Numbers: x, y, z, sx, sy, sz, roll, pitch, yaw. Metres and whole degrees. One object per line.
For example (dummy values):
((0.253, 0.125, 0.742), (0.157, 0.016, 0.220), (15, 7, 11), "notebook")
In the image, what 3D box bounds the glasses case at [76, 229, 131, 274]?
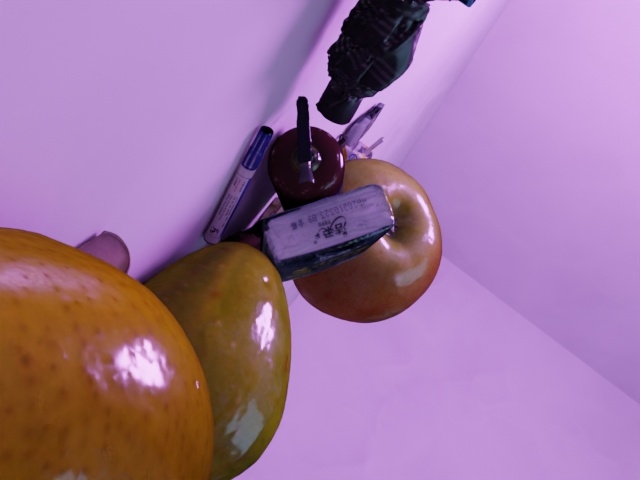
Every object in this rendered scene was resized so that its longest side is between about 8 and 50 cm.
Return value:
((-0.238, 0.091, 0.604), (0.102, 0.070, 0.193), (-44, 170, -51), "glasses case")

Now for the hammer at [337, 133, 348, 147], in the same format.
((-0.001, -0.159, 1.253), (0.078, 0.021, 0.201), (-56, 174, 30), "hammer")

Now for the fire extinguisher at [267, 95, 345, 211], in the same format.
((-0.020, -0.109, 0.986), (0.337, 0.114, 0.136), (85, 0, -83), "fire extinguisher")

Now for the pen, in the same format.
((-0.113, -0.071, 0.854), (0.204, 0.025, 0.025), (-56, 174, 34), "pen")

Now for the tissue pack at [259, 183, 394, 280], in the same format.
((0.000, 0.000, 0.998), (0.185, 0.081, 0.257), (-19, 172, -10), "tissue pack")

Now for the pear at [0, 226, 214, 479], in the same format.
((-0.186, 0.182, 0.414), (0.386, 0.191, 0.340), (87, 26, -60), "pear")

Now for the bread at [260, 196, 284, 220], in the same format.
((-0.089, -0.042, 1.239), (0.068, 0.028, 0.154), (-52, 174, -7), "bread")

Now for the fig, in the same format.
((-0.158, 0.146, 0.804), (0.258, 0.258, 0.326), (117, -7, -62), "fig")

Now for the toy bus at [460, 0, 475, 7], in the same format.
((0.301, -0.522, 1.156), (0.160, 0.079, 0.092), (-52, 174, -1), "toy bus")

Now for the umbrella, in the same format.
((0.086, -0.264, 0.723), (0.337, 0.128, 0.154), (-57, 173, 29), "umbrella")

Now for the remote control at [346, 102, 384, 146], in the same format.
((0.100, -0.263, 1.400), (0.065, 0.029, 0.166), (-58, 177, 36), "remote control")

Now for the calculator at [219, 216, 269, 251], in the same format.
((-0.176, 0.069, 1.064), (0.220, 0.048, 0.329), (-57, 171, 33), "calculator")

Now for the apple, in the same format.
((0.103, -0.002, 1.326), (0.338, 0.338, 0.305), (-48, 180, -38), "apple")

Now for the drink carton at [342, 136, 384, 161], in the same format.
((0.070, -0.178, 1.451), (0.200, 0.074, 0.084), (-57, 175, 36), "drink carton")
